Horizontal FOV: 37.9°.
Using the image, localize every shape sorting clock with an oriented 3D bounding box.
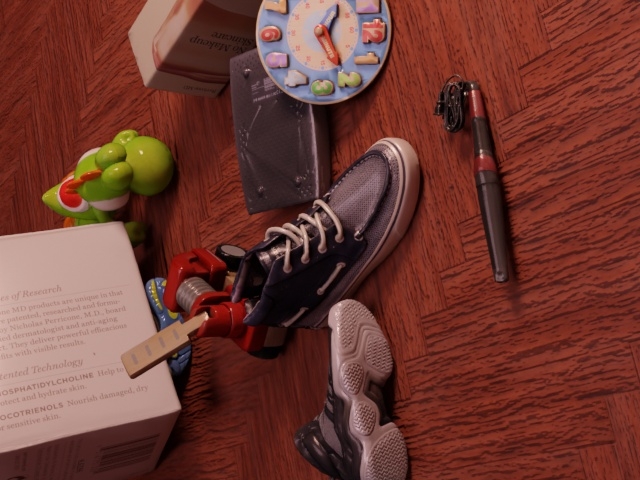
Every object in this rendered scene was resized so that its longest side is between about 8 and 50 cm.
[{"bbox_3d":[0.002,-0.299,1.335,0.206,0.040,0.206,2,98,16],"label":"shape sorting clock"}]

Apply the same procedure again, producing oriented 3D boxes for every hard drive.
[{"bbox_3d":[-0.060,-0.176,1.440,0.172,0.054,0.254,-11,84,42],"label":"hard drive"}]

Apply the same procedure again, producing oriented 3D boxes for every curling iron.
[{"bbox_3d":[0.198,-0.078,1.159,0.068,0.035,0.274,-34,63,50],"label":"curling iron"}]

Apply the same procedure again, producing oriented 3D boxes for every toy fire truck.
[{"bbox_3d":[-0.198,0.114,1.472,0.217,0.246,0.158,35,116,45],"label":"toy fire truck"}]

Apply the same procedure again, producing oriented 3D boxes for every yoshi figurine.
[{"bbox_3d":[-0.389,-0.106,1.810,0.203,0.203,0.362,-57,15,-24],"label":"yoshi figurine"}]

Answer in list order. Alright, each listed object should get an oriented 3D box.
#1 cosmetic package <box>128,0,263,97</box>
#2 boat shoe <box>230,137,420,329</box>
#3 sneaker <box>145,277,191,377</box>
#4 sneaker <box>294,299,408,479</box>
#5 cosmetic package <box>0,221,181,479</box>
[{"bbox_3d":[-0.178,-0.381,1.530,0.296,0.153,0.129,-45,56,42],"label":"cosmetic package"},{"bbox_3d":[0.000,0.000,1.301,0.127,0.158,0.340,53,128,36],"label":"boat shoe"},{"bbox_3d":[-0.286,0.163,1.735,0.078,0.067,0.188,126,131,-63],"label":"sneaker"},{"bbox_3d":[0.025,0.225,1.310,0.153,0.101,0.268,-22,75,46],"label":"sneaker"},{"bbox_3d":[-0.483,0.229,1.703,0.393,0.327,0.329,67,152,26],"label":"cosmetic package"}]
